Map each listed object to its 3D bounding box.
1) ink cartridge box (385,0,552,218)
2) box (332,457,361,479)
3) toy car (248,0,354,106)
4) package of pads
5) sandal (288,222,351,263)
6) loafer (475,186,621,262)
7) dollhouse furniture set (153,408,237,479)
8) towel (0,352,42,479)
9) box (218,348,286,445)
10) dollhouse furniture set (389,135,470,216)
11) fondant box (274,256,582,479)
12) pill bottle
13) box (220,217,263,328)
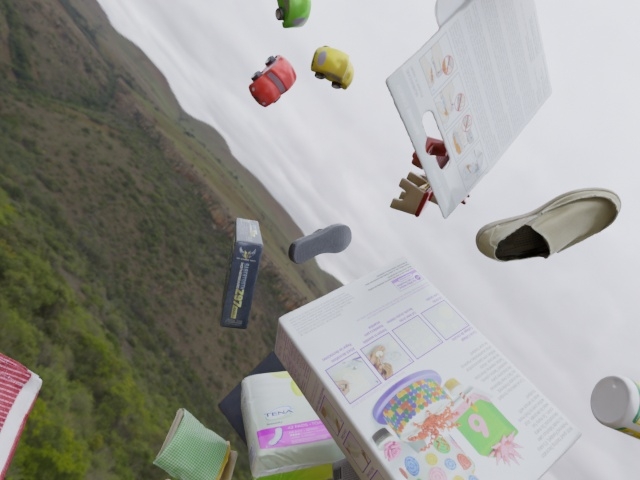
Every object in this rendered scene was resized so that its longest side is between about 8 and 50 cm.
[{"bbox_3d":[0.264,-0.279,0.830,0.091,0.385,0.308,25,-24,49],"label":"ink cartridge box"},{"bbox_3d":[0.135,0.408,0.745,0.203,0.103,0.114,11,-36,-20],"label":"box"},{"bbox_3d":[-0.037,-0.377,0.837,0.053,0.239,0.225,11,-62,54],"label":"toy car"},{"bbox_3d":[-0.001,0.346,0.898,0.229,0.297,0.101,-129,-141,-65],"label":"package of pads"},{"bbox_3d":[0.000,-0.001,1.420,0.054,0.254,0.097,26,-60,43],"label":"sandal"},{"bbox_3d":[0.441,-0.015,0.884,0.102,0.269,0.092,58,22,-21],"label":"loafer"},{"bbox_3d":[-0.255,0.525,1.032,0.197,0.151,0.301,52,20,-20],"label":"dollhouse furniture set"},{"bbox_3d":[-0.532,0.219,0.602,0.237,0.037,0.329,-95,163,-46],"label":"towel"},{"bbox_3d":[-0.030,0.390,1.192,0.179,0.343,0.312,41,-11,29],"label":"box"},{"bbox_3d":[0.325,-0.186,1.152,0.152,0.201,0.374,26,27,14],"label":"dollhouse furniture set"},{"bbox_3d":[0.125,0.197,0.608,0.330,0.238,0.096,48,-35,31],"label":"fondant box"},{"bbox_3d":[0.718,0.382,0.999,0.208,0.117,0.117,22,-3,-6],"label":"pill bottle"},{"bbox_3d":[-0.175,0.062,1.006,0.059,0.183,0.232,9,12,-13],"label":"box"}]
